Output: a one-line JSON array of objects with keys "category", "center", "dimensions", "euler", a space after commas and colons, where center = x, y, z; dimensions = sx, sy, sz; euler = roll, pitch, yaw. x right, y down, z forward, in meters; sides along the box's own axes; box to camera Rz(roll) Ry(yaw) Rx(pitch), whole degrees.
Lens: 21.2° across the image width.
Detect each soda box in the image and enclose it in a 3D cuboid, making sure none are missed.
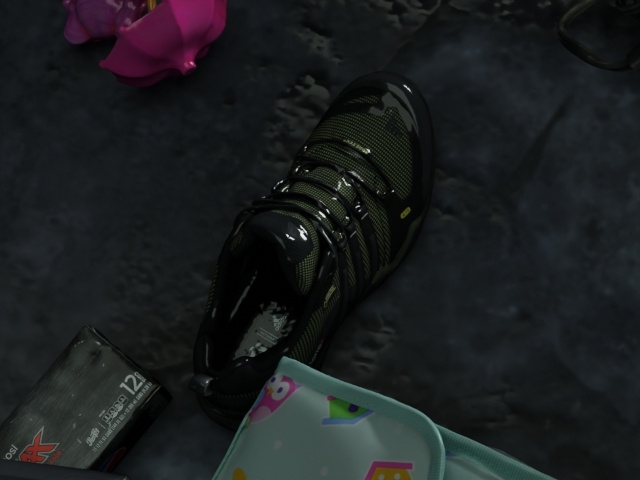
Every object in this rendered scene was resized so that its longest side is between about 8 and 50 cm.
[{"category": "soda box", "center": [-0.160, 0.132, 0.957], "dimensions": [0.060, 0.053, 0.169], "euler": [38, 81, 12]}]

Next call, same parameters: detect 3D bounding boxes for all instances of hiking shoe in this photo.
[{"category": "hiking shoe", "center": [0.000, 0.000, 0.947], "dimensions": [0.086, 0.114, 0.227], "euler": [24, 79, 10]}]

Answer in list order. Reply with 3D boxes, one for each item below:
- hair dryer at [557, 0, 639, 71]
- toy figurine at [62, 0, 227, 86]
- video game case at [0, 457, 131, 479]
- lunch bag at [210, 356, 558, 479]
[{"category": "hair dryer", "center": [0.279, -0.180, 0.918], "dimensions": [0.293, 0.080, 0.224], "euler": [9, 79, 49]}, {"category": "toy figurine", "center": [-0.114, -0.171, 1.013], "dimensions": [0.173, 0.130, 0.159], "euler": [2, 85, 27]}, {"category": "video game case", "center": [-0.246, 0.231, 0.905], "dimensions": [0.274, 0.035, 0.248], "euler": [6, 97, 6]}, {"category": "lunch bag", "center": [0.041, 0.205, 0.864], "dimensions": [0.262, 0.160, 0.223], "euler": [26, 80, 7]}]
